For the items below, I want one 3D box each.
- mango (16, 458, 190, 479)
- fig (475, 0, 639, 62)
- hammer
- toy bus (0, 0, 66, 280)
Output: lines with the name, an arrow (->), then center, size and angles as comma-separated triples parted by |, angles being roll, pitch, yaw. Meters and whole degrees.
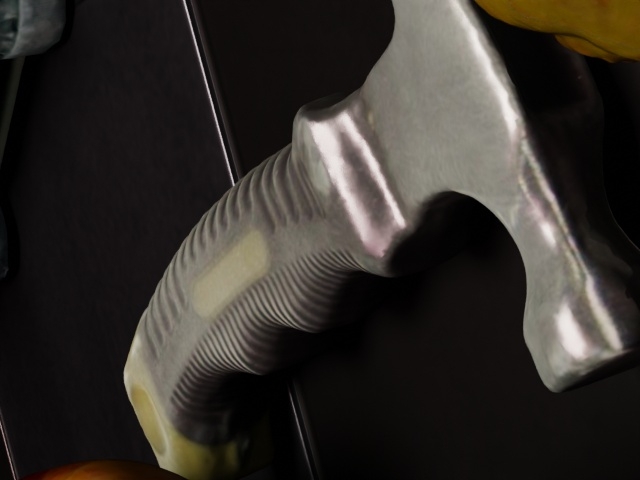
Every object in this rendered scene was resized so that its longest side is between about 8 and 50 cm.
mango -> -0.070, 0.149, 0.599 | 0.267, 0.133, 0.111 | 114, 156, -61
fig -> 0.063, -0.079, 0.358 | 0.074, 0.074, 0.088 | 21, 103, 52
hammer -> 0.000, 0.000, 0.511 | 0.226, 0.041, 0.159 | -47, 62, 53
toy bus -> -0.203, -0.064, 0.715 | 0.165, 0.133, 0.276 | 54, 140, 30
